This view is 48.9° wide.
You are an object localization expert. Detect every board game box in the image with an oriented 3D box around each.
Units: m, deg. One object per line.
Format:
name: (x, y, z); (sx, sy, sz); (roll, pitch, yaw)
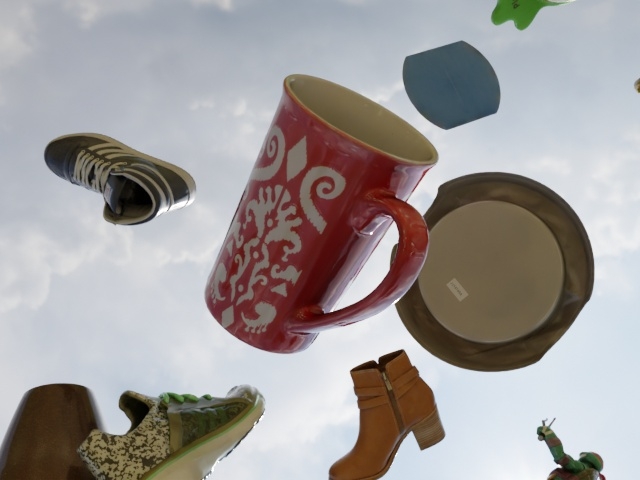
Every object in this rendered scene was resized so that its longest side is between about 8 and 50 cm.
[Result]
board game box: (0.202, -0.238, 1.109); (0.168, 0.033, 0.133); (-22, -99, -22)

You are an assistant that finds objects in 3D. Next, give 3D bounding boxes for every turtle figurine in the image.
turtle figurine: (0.386, 0.390, 1.158); (0.234, 0.175, 0.118); (-24, -153, -26)

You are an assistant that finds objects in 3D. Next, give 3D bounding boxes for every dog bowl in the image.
dog bowl: (0.301, 0.057, 1.251); (0.348, 0.349, 0.102); (29, -177, 22)

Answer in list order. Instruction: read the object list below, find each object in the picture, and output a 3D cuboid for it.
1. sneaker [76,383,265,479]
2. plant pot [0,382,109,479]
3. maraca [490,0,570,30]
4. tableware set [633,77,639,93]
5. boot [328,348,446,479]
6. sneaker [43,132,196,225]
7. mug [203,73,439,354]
sneaker: (-0.222, 0.283, 1.098); (0.182, 0.158, 0.410); (47, -163, 5)
plant pot: (-0.396, 0.341, 1.052); (0.215, 0.215, 0.231); (0, -121, -16)
maraca: (0.246, -0.295, 0.718); (0.185, 0.127, 0.099); (-35, -140, 7)
tableware set: (0.469, -0.172, 0.875); (0.154, 0.024, 0.104); (30, -97, 9)
boot: (0.074, 0.259, 1.036); (0.197, 0.152, 0.073); (-27, -168, -8)
sneaker: (-0.364, -0.105, 1.175); (0.282, 0.099, 0.153); (17, -159, 9)
mug: (-0.009, -0.005, 0.473); (0.113, 0.169, 0.150); (23, -155, -14)
